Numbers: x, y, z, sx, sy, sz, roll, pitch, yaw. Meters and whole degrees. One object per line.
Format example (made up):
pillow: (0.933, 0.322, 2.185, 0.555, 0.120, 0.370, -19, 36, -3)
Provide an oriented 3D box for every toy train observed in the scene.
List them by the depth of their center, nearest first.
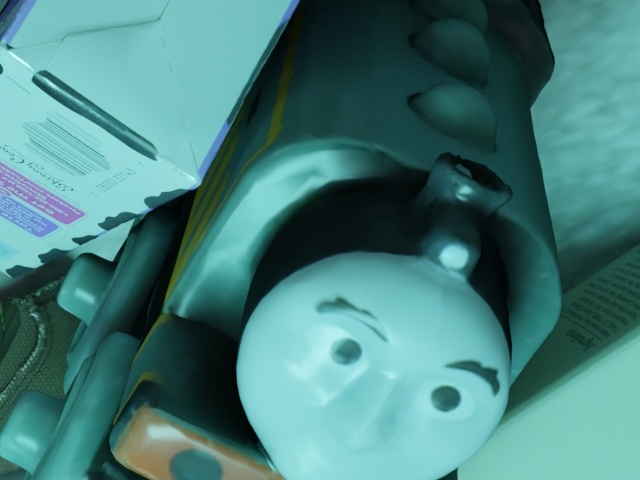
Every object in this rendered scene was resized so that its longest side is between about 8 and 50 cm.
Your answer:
toy train: (0.000, 0.000, 0.511, 0.142, 0.334, 0.190, 27, 116, -9)

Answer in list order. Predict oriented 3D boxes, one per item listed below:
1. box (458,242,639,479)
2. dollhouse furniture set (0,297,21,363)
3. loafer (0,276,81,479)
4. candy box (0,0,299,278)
box: (0.074, 0.104, 0.598, 0.275, 0.113, 0.094, -33, 98, 0)
dollhouse furniture set: (-0.254, -0.054, 0.670, 0.242, 0.161, 0.212, -4, 108, 2)
loafer: (-0.252, 0.095, 0.802, 0.365, 0.134, 0.130, -12, 93, 16)
candy box: (-0.068, -0.084, 0.515, 0.070, 0.165, 0.196, 34, 157, -18)
